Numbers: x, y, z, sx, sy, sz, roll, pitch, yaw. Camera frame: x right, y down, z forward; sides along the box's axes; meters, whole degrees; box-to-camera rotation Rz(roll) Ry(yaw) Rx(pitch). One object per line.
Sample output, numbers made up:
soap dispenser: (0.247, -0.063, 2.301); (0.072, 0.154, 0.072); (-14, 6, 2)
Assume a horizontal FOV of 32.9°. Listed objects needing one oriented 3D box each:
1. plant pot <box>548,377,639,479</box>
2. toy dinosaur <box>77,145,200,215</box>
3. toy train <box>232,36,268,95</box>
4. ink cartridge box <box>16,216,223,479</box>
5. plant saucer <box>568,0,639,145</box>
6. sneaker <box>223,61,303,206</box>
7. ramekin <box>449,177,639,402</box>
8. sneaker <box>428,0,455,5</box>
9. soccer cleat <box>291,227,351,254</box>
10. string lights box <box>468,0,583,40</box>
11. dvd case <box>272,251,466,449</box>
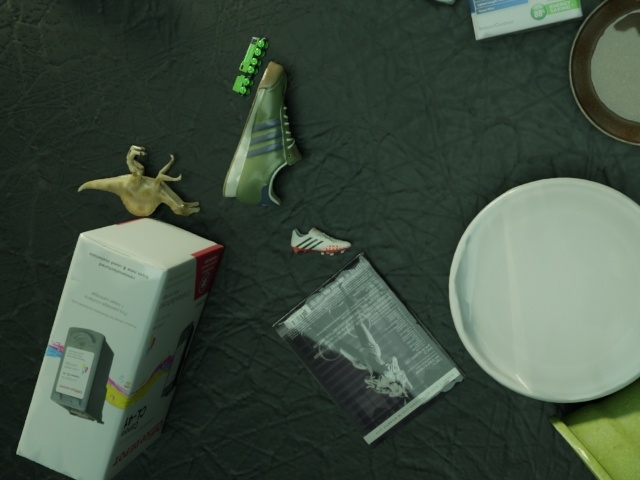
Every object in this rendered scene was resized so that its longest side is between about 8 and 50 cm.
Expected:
plant pot: (0.462, 0.244, 1.301); (0.254, 0.276, 0.276); (-39, 89, 3)
toy dinosaur: (-0.255, -0.081, 1.494); (0.183, 0.053, 0.092); (13, 101, 10)
toy train: (-0.095, -0.235, 1.458); (0.024, 0.017, 0.083); (26, 102, 18)
ink cartridge box: (-0.260, 0.137, 1.437); (0.131, 0.226, 0.306); (20, 102, 10)
plant saucer: (0.410, -0.217, 1.346); (0.198, 0.036, 0.198); (2, 98, 12)
sneaker: (-0.060, -0.134, 1.445); (0.086, 0.064, 0.192); (21, 102, 1)
ramekin: (0.304, 0.062, 1.334); (0.273, 0.127, 0.273); (-2, 86, 22)
sneaker: (0.112, -0.352, 1.380); (0.152, 0.054, 0.061); (33, 100, 6)
soccer cleat: (0.000, 0.000, 1.465); (0.083, 0.029, 0.035); (1, 102, 16)
string lights box: (0.234, -0.387, 1.337); (0.133, 0.077, 0.259); (-11, 95, 14)
dvd case: (0.065, 0.151, 1.477); (0.164, 0.018, 0.221); (-40, 88, 13)
